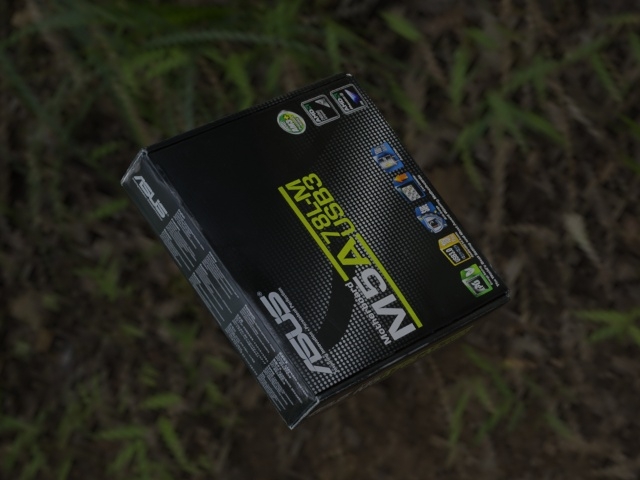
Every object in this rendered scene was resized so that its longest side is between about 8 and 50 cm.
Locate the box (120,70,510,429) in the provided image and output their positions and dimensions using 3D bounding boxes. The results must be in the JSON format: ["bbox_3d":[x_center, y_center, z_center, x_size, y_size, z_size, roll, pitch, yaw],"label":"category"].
[{"bbox_3d":[0.000,0.000,1.183,0.191,0.184,0.045,55,136,13],"label":"box"}]
